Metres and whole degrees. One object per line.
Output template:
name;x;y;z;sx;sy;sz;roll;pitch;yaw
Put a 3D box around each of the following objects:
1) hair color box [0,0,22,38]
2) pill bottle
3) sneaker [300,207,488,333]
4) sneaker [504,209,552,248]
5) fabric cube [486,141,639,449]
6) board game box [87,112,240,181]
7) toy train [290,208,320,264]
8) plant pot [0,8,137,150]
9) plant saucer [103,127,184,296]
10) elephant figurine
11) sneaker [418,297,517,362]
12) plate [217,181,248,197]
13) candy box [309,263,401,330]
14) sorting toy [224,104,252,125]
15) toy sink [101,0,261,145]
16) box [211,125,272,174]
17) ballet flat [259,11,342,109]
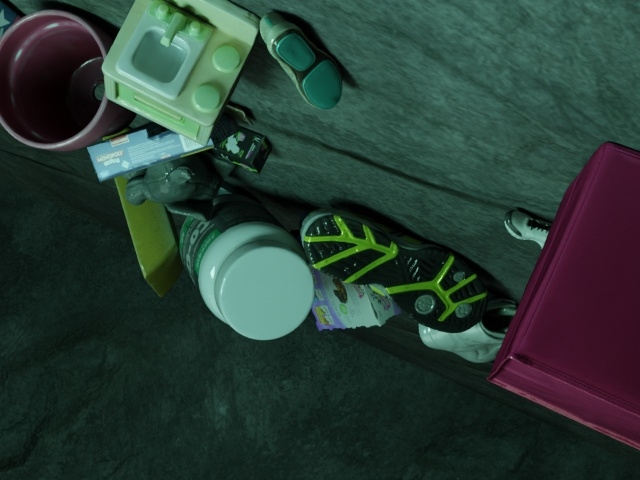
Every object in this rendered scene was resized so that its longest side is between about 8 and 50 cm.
hair color box;-0.594;-0.366;1.730;0.174;0.105;0.347;23;171;30
pill bottle;-0.138;0.046;2.122;0.204;0.204;0.361;29;-175;-21
sneaker;0.138;0.036;2.044;0.385;0.145;0.147;30;-167;-19
sneaker;0.304;-0.016;1.575;0.109;0.040;0.044;25;154;-17
fabric cube;0.360;0.081;1.281;0.254;0.258;0.259;25;170;7
board game box;-0.233;-0.162;1.776;0.194;0.060;0.194;-15;-168;15
toy train;0.000;0.000;2.173;0.080;0.105;0.184;30;169;-24
plant pot;-0.362;-0.228;1.701;0.201;0.201;0.180;23;-175;16
plant saucer;-0.355;-0.068;2.347;0.081;0.332;0.333;-18;171;-5
elephant figurine;-0.237;-0.118;2.113;0.169;0.186;0.239;-35;146;28
sneaker;0.346;0.179;2.237;0.169;0.108;0.293;-12;166;40
plate;-0.211;-0.103;2.397;0.188;0.024;0.188;25;171;4
candy box;0.050;0.089;2.264;0.196;0.070;0.164;-9;105;51
sorting toy;-0.136;-0.203;1.733;0.062;0.012;0.083;28;174;13
toy sink;-0.177;-0.219;1.413;0.153;0.131;0.234;26;169;-7
box;-0.131;-0.153;1.864;0.083;0.052;0.062;24;170;16
ballet flat;-0.021;-0.214;1.332;0.052;0.057;0.168;52;-178;32
